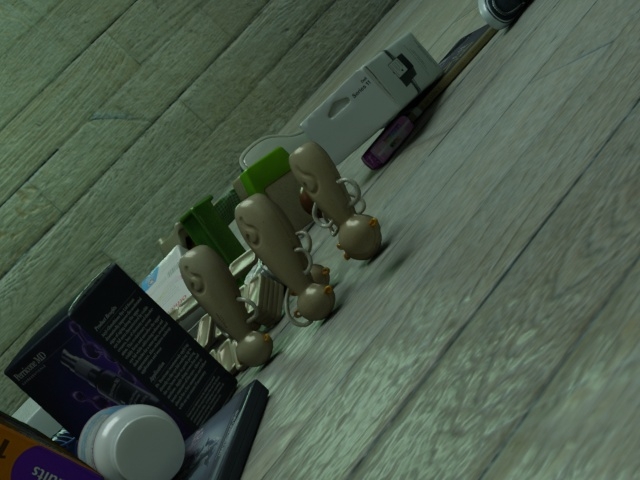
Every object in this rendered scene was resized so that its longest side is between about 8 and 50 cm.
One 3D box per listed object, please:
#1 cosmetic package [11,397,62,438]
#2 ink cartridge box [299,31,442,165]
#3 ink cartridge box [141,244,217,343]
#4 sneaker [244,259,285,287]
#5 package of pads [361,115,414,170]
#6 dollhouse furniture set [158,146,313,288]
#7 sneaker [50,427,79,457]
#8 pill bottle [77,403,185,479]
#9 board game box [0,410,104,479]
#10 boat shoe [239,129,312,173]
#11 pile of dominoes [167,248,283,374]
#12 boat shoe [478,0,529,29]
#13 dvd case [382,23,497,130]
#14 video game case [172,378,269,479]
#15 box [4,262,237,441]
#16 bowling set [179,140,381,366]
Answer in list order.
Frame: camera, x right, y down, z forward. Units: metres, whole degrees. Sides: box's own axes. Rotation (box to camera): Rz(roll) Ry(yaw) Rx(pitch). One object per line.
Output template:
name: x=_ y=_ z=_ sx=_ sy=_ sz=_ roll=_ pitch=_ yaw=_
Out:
cosmetic package: x=-0.575 y=0.392 z=2.093 sx=0.284 sy=0.097 sz=0.377 roll=-49 pitch=10 yaw=-8
ink cartridge box: x=0.079 y=-0.216 z=1.609 sx=0.153 sy=0.087 sz=0.208 roll=-40 pitch=3 yaw=34
ink cartridge box: x=-0.195 y=0.097 z=1.572 sx=0.092 sy=0.090 sz=0.143 roll=-44 pitch=38 yaw=18
sneaker: x=-0.054 y=0.021 z=1.475 sx=0.075 sy=0.063 sz=0.170 roll=-42 pitch=15 yaw=27
package of pads: x=0.100 y=-0.146 z=1.586 sx=0.083 sy=0.032 sz=0.050 roll=-50 pitch=7 yaw=-23
dollhouse furniture set: x=-0.132 y=-0.013 z=1.768 sx=0.197 sy=0.151 sz=0.301 roll=-37 pitch=3 yaw=-23
sneaker: x=-0.362 y=0.311 z=1.576 sx=0.232 sy=0.081 sz=0.090 roll=-43 pitch=5 yaw=-21
pill bottle: x=-0.185 y=0.205 z=1.043 sx=0.087 sy=0.087 sz=0.160 roll=-50 pitch=11 yaw=-21
board game box: x=-0.480 y=0.286 z=1.018 sx=0.356 sy=0.356 sz=0.356 roll=-63 pitch=19 yaw=-15
boat shoe: x=-0.053 y=-0.163 z=2.013 sx=0.254 sy=0.095 sz=0.079 roll=-31 pitch=-20 yaw=-37
pile of dominoes: x=-0.144 y=0.137 z=1.385 sx=0.251 sy=0.040 sz=0.196 roll=-37 pitch=35 yaw=35
boat shoe: x=0.305 y=-0.395 z=1.624 sx=0.083 sy=0.065 sz=0.183 roll=-39 pitch=11 yaw=46
dvd case: x=0.191 y=-0.264 z=1.724 sx=0.221 sy=0.018 sz=0.164 roll=-48 pitch=10 yaw=-10
video game case: x=-0.165 y=0.268 z=1.038 sx=0.274 sy=0.026 sz=0.196 roll=-44 pitch=10 yaw=20
box: x=-0.226 y=0.155 z=1.211 sx=0.153 sy=0.207 sz=0.108 roll=-39 pitch=12 yaw=36
bowling set: x=0.000 y=0.000 z=1.189 sx=0.200 sy=0.154 sz=0.287 roll=-29 pitch=-8 yaw=-47
